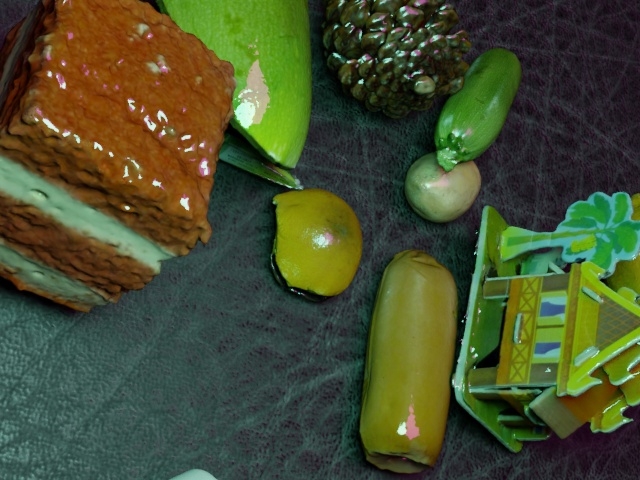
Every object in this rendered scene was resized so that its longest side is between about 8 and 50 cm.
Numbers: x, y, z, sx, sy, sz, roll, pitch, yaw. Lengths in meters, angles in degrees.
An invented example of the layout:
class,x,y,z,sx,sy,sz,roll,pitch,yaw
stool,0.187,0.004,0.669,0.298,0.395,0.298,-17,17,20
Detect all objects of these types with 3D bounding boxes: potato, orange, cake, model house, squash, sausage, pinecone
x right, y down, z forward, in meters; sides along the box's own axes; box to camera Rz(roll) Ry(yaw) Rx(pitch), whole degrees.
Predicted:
class,x,y,z,sx,sy,sz,roll,pitch,yaw
potato,0.191,-0.084,1.862,0.147,0.112,0.112,-28,89,-43
orange,0.000,0.000,1.715,0.160,0.112,0.170,-43,109,-35
cake,-0.287,-0.107,1.430,0.270,0.319,0.270,31,46,-27
model house,0.396,0.115,1.762,0.242,0.312,0.358,47,47,-45
squash,-0.111,-0.236,1.641,0.233,0.210,0.309,30,58,-60
squash,0.252,-0.213,1.893,0.101,0.101,0.379,48,38,-9
sausage,0.133,0.156,1.737,0.134,0.116,0.354,14,61,-11
pinecone,0.104,-0.312,1.821,0.224,0.224,0.273,-2,49,-32

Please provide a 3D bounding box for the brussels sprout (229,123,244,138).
class,x,y,z,sx,sy,sz,roll,pitch,yaw
brussels sprout,-0.089,-0.161,1.747,0.083,0.051,0.046,15,34,-27

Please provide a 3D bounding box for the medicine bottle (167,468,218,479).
class,x,y,z,sx,sy,sz,roll,pitch,yaw
medicine bottle,-0.218,0.377,1.422,0.236,0.139,0.139,-20,84,-37

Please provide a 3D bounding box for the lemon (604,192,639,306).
class,x,y,z,sx,sy,sz,roll,pitch,yaw
lemon,0.564,0.041,1.993,0.188,0.188,0.257,0,74,-31

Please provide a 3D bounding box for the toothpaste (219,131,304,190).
class,x,y,z,sx,sy,sz,roll,pitch,yaw
toothpaste,-0.134,-0.134,1.707,0.248,0.078,0.047,26,100,-19
